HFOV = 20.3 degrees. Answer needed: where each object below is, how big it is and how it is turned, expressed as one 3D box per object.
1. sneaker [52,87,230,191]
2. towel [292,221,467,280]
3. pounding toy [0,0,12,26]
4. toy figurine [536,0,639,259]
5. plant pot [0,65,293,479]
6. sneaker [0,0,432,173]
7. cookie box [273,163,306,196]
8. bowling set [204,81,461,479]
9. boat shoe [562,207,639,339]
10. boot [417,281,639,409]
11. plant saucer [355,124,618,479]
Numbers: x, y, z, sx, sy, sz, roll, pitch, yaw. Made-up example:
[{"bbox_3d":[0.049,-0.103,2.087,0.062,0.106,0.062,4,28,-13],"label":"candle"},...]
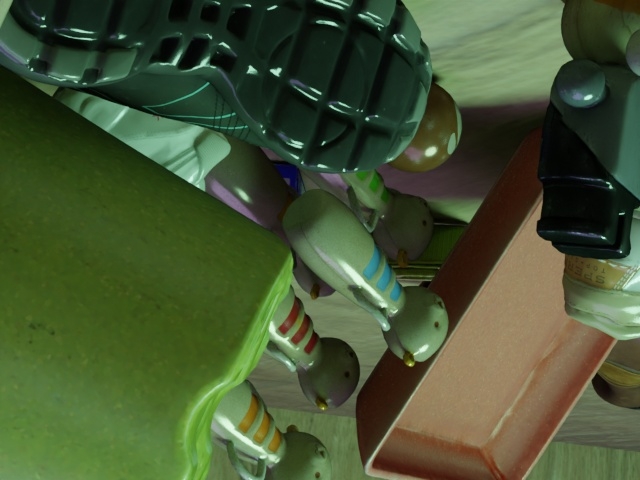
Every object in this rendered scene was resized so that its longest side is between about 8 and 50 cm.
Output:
[{"bbox_3d":[-0.125,-0.013,1.020,0.115,0.090,0.232,40,144,-1],"label":"sneaker"},{"bbox_3d":[0.000,0.000,1.382,0.237,0.021,0.102,3,-157,3],"label":"towel"},{"bbox_3d":[-0.090,-0.125,0.629,0.141,0.100,0.130,1,168,19],"label":"pounding toy"},{"bbox_3d":[0.211,-0.060,0.771,0.209,0.148,0.213,13,170,-14],"label":"toy figurine"},{"bbox_3d":[-0.159,0.035,0.851,0.254,0.276,0.276,24,169,1],"label":"plant pot"},{"bbox_3d":[-0.061,-0.103,0.826,0.267,0.101,0.106,17,-178,-39],"label":"sneaker"},{"bbox_3d":[-0.057,-0.027,1.299,0.092,0.040,0.107,3,169,4],"label":"cookie box"},{"bbox_3d":[0.024,0.014,1.051,0.200,0.287,0.154,-29,123,24],"label":"bowling set"},{"bbox_3d":[0.272,0.015,1.119,0.302,0.103,0.113,9,-164,-29],"label":"boat shoe"},{"bbox_3d":[0.214,0.095,1.697,0.280,0.096,0.264,7,169,-10],"label":"boot"},{"bbox_3d":[0.134,0.045,1.176,0.047,0.258,0.259,35,-175,29],"label":"plant saucer"}]
